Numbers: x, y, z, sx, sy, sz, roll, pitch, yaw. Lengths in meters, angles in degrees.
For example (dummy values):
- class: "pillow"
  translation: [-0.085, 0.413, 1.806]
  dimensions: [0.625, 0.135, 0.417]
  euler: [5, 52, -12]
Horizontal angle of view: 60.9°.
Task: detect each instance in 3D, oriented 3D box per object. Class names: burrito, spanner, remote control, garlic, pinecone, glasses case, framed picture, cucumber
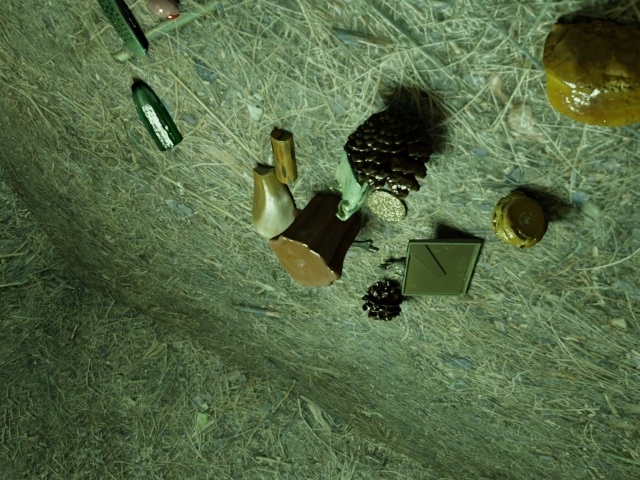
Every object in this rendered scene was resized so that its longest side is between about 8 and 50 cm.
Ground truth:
- class: "burrito"
  translation: [0.086, -0.157, 1.447]
  dimensions: [0.089, 0.144, 0.229]
  euler: [-5, 157, -12]
- class: "spanner"
  translation: [0.072, 0.006, 1.756]
  dimensions: [0.254, 0.015, 0.054]
  euler: [10, 138, 35]
- class: "remote control"
  translation: [-0.550, -0.611, 1.496]
  dimensions: [0.072, 0.042, 0.222]
  euler: [4, 136, 40]
- class: "garlic"
  translation: [-0.159, -0.104, 1.764]
  dimensions: [0.143, 0.112, 0.318]
  euler: [23, 136, 23]
- class: "pinecone"
  translation: [0.202, 0.194, 1.780]
  dimensions: [0.140, 0.140, 0.121]
  euler: [18, 125, 26]
- class: "glasses case"
  translation: [-0.109, -0.239, 1.578]
  dimensions: [0.065, 0.041, 0.170]
  euler: [23, 147, 20]
- class: "pinecone"
  translation: [0.162, -0.198, 1.260]
  dimensions: [0.184, 0.179, 0.204]
  euler: [39, 167, 30]
- class: "framed picture"
  translation: [0.331, 0.081, 1.532]
  dimensions: [0.192, 0.018, 0.265]
  euler: [1, 142, 2]
- class: "cucumber"
  translation: [-0.545, -0.398, 1.760]
  dimensions: [0.115, 0.063, 0.244]
  euler: [9, 138, 35]

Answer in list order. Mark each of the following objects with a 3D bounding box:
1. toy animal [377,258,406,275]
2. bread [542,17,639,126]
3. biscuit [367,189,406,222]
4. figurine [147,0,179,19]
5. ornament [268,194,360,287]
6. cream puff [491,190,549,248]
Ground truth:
- class: "toy animal"
  translation: [0.254, 0.088, 1.648]
  dimensions: [0.202, 0.070, 0.105]
  euler: [3, 148, 39]
- class: "bread"
  translation: [0.479, -0.269, 0.907]
  dimensions: [0.229, 0.139, 0.143]
  euler: [17, 152, 28]
- class: "biscuit"
  translation: [0.184, -0.095, 1.517]
  dimensions: [0.120, 0.015, 0.120]
  euler: [24, 146, 18]
- class: "figurine"
  translation: [-0.393, -0.589, 1.356]
  dimensions: [0.083, 0.067, 0.071]
  euler: [23, 170, -9]
- class: "ornament"
  translation: [0.000, 0.000, 1.623]
  dimensions: [0.235, 0.217, 0.221]
  euler: [24, 147, 17]
- class: "cream puff"
  translation: [0.452, -0.044, 1.249]
  dimensions: [0.133, 0.119, 0.104]
  euler: [57, 172, 16]
